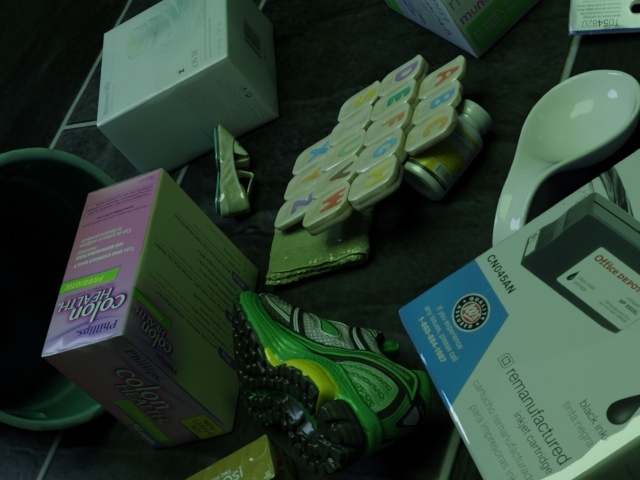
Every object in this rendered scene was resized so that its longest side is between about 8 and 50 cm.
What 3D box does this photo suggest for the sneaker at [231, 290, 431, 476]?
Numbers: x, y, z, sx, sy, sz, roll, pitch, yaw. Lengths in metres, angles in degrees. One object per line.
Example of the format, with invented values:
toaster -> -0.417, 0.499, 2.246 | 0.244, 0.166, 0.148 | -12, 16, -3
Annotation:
sneaker -> 0.001, 0.145, 1.456 | 0.146, 0.134, 0.343 | -13, 24, -23

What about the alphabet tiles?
alphabet tiles -> 0.058, -0.122, 1.650 | 0.278, 0.021, 0.284 | -28, 27, 31

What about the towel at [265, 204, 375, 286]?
towel -> 0.000, 0.000, 1.641 | 0.148, 0.027, 0.110 | -17, 44, 28

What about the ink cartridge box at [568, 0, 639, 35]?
ink cartridge box -> 0.406, -0.352, 1.579 | 0.223, 0.045, 0.224 | 4, 88, 35

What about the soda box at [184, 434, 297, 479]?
soda box -> -0.113, 0.285, 1.442 | 0.181, 0.058, 0.061 | -30, 40, 12

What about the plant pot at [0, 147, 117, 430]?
plant pot -> -0.442, 0.076, 1.718 | 0.334, 0.341, 0.341 | -9, 48, 44

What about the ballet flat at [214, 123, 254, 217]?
ballet flat -> -0.117, -0.093, 1.815 | 0.052, 0.057, 0.168 | -5, 49, -1

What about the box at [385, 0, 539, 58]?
box -> 0.213, -0.403, 1.764 | 0.262, 0.127, 0.231 | -44, 40, -4

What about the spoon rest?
spoon rest -> 0.261, -0.085, 1.464 | 0.137, 0.084, 0.276 | 7, 59, 42

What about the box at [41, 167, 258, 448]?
box -> -0.191, 0.082, 1.572 | 0.117, 0.213, 0.243 | -17, 45, 26

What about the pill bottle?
pill bottle -> 0.152, -0.109, 1.589 | 0.116, 0.065, 0.065 | -50, 40, -12

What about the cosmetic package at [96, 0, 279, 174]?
cosmetic package -> -0.193, -0.242, 1.938 | 0.225, 0.138, 0.224 | -27, 41, 19

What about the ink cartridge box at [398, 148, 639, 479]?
ink cartridge box -> 0.308, 0.082, 1.203 | 0.395, 0.166, 0.285 | -35, 40, 7
